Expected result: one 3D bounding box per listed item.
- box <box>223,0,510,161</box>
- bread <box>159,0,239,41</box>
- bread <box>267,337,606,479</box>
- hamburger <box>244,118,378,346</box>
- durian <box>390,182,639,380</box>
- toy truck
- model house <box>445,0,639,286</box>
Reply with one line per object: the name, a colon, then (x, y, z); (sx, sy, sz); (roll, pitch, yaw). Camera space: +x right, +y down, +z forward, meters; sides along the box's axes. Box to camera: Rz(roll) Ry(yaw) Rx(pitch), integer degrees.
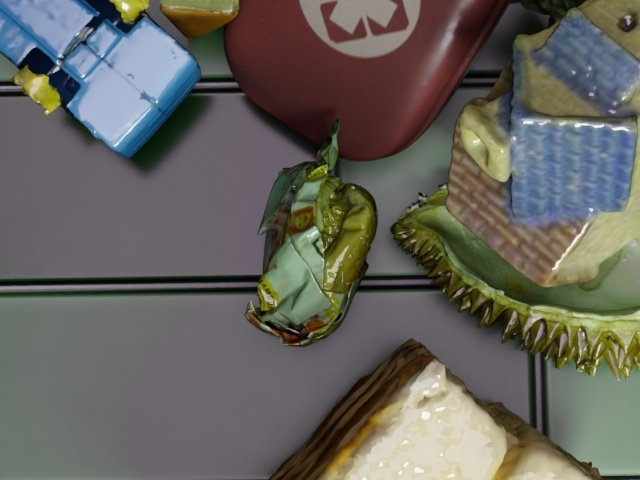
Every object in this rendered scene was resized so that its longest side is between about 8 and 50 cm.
box: (0.057, -0.268, 1.528); (0.263, 0.108, 0.404); (34, 124, 7)
bread: (-0.113, -0.257, 1.606); (0.084, 0.139, 0.074); (6, 83, 8)
bread: (0.071, 0.300, 1.461); (0.279, 0.371, 0.390); (44, 91, -1)
hamburger: (0.000, -0.004, 1.560); (0.125, 0.214, 0.235); (22, 87, -7)
durian: (0.264, 0.033, 1.587); (0.394, 0.163, 0.198); (15, 84, 7)
toy truck: (-0.309, -0.254, 1.600); (0.385, 0.162, 0.161); (40, 88, 4)
model house: (0.238, -0.130, 1.483); (0.266, 0.321, 0.261); (-37, 61, -17)
